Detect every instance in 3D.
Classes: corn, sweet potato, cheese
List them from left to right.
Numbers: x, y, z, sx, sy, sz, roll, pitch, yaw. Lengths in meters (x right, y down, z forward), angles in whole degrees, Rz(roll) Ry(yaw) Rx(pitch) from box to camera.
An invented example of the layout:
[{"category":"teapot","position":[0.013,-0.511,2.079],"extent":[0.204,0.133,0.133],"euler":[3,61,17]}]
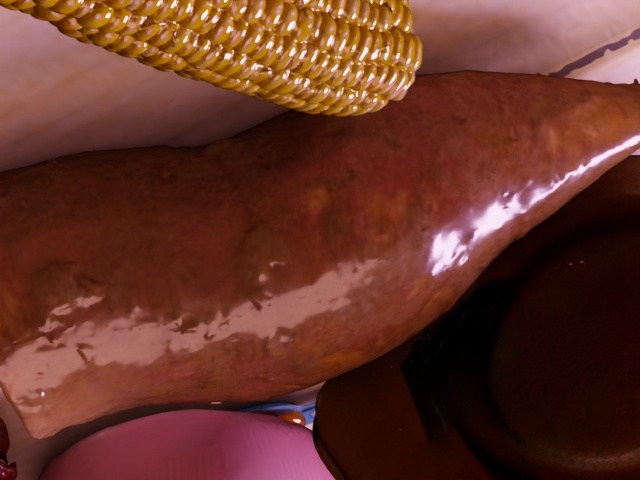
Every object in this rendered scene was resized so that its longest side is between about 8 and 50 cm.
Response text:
[{"category":"corn","position":[-0.053,-0.102,0.740],"extent":[0.238,0.080,0.080],"euler":[20,130,-40]},{"category":"cheese","position":[-0.016,0.101,1.096],"extent":[0.111,0.017,0.047],"euler":[-18,149,-1]},{"category":"sweet potato","position":[0.000,0.000,0.872],"extent":[0.337,0.131,0.131],"euler":[-13,146,-5]}]

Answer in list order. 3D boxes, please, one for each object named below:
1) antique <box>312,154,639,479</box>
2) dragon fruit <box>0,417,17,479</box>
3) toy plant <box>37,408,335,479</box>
[{"category":"antique","position":[0.135,0.071,0.931],"extent":[0.278,0.223,0.129],"euler":[-17,157,-3]},{"category":"dragon fruit","position":[-0.203,0.126,0.980],"extent":[0.142,0.175,0.138],"euler":[-28,172,-47]},{"category":"toy plant","position":[-0.036,0.278,1.027],"extent":[0.317,0.356,0.210],"euler":[19,134,-38]}]
